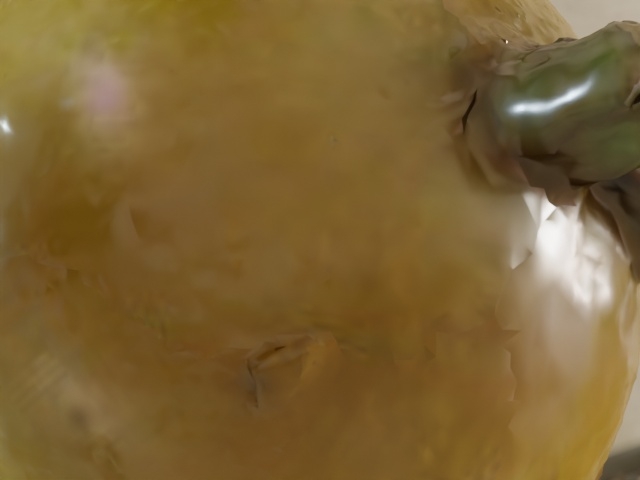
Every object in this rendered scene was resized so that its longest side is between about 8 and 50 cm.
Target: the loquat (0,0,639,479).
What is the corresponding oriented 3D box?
[{"bbox_3d":[0.000,0.000,0.813,0.328,0.328,0.359,-10,-10,-46],"label":"loquat"}]
